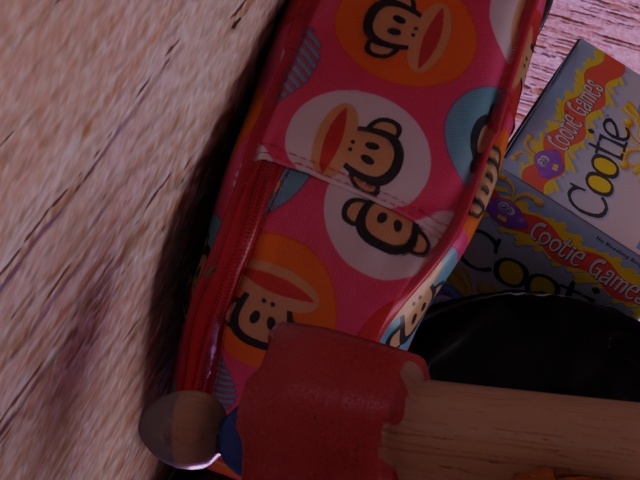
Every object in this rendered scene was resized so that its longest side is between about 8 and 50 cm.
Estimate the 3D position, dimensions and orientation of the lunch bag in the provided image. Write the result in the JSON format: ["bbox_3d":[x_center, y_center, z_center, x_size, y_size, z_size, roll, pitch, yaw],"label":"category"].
[{"bbox_3d":[0.020,-0.017,0.952,0.258,0.120,0.293,103,8,-57],"label":"lunch bag"}]

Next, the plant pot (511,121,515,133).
[{"bbox_3d":[0.085,-0.015,1.435,0.236,0.032,0.236,-56,177,-5],"label":"plant pot"}]

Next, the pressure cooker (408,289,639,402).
[{"bbox_3d":[0.089,0.276,1.312,0.420,0.370,0.375,123,-13,-54],"label":"pressure cooker"}]

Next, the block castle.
[{"bbox_3d":[0.004,0.280,0.669,0.303,0.213,0.453,-50,140,-60],"label":"block castle"}]

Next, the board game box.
[{"bbox_3d":[0.169,0.011,1.382,0.144,0.142,0.275,-55,176,-34],"label":"board game box"}]

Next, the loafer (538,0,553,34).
[{"bbox_3d":[0.060,-0.109,1.246,0.302,0.109,0.095,-62,-168,-17],"label":"loafer"}]

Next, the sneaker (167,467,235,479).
[{"bbox_3d":[-0.069,0.176,1.092,0.092,0.088,0.225,-16,136,-50],"label":"sneaker"}]
